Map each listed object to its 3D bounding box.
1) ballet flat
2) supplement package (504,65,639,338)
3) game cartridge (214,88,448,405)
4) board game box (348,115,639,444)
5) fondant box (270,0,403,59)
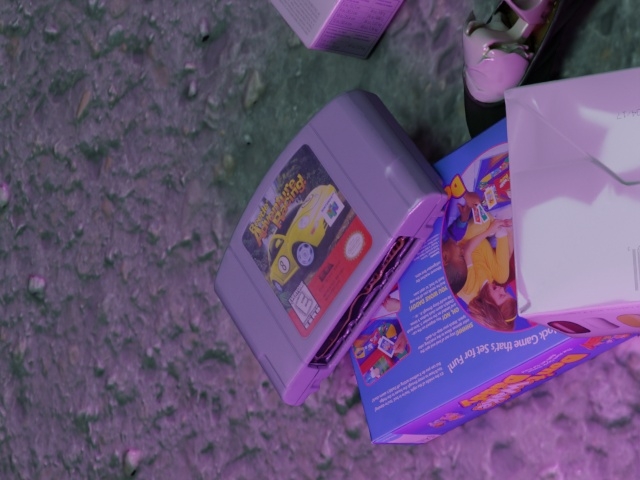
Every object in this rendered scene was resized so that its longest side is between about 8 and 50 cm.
[{"bbox_3d":[0.193,-0.217,1.787,0.095,0.096,0.280,43,116,40],"label":"ballet flat"},{"bbox_3d":[0.307,-0.035,1.548,0.262,0.145,0.204,-8,76,26],"label":"supplement package"},{"bbox_3d":[0.000,0.000,1.887,0.294,0.060,0.196,-56,45,26],"label":"game cartridge"},{"bbox_3d":[0.163,0.033,1.803,0.347,0.078,0.233,-32,63,40],"label":"board game box"},{"bbox_3d":[0.043,-0.397,1.970,0.330,0.096,0.238,-57,49,27],"label":"fondant box"}]
